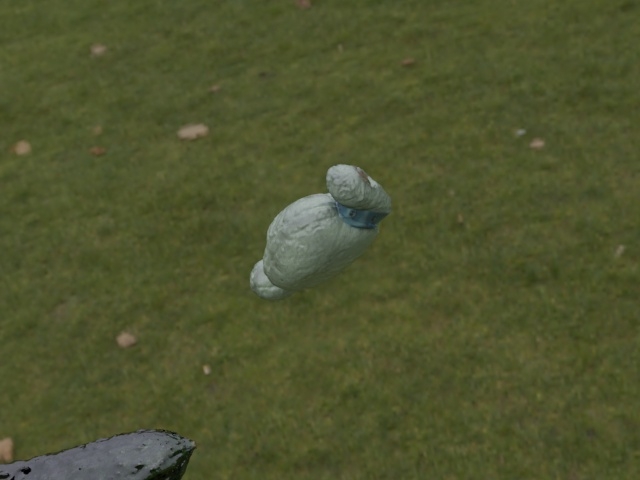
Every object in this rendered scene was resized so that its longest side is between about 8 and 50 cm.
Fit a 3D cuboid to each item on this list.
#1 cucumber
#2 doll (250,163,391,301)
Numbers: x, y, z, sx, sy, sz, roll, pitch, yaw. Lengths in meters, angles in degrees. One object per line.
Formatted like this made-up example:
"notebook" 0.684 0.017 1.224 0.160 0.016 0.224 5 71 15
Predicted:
"cucumber" -0.208 0.190 0.875 0.245 0.067 0.067 -13 30 15
"doll" 0.000 0.000 1.054 0.104 0.214 0.071 -6 63 -27
